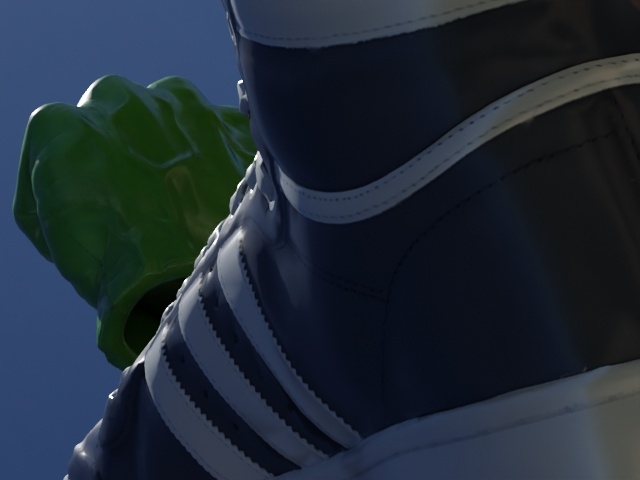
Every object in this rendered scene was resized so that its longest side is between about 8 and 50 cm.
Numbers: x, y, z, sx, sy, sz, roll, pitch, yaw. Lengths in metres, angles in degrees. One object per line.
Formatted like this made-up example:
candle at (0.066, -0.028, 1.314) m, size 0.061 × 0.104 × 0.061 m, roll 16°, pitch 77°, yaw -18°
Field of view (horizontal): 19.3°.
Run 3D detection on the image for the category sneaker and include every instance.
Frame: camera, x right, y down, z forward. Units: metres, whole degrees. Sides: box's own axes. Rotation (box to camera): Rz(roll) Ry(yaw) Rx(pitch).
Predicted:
sneaker at (0.000, 0.000, 0.470) m, size 0.099 × 0.282 × 0.153 m, roll -14°, pitch -94°, yaw -32°

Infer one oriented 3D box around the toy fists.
toy fists at (-0.013, 0.009, 0.861) m, size 0.279 × 0.096 × 0.142 m, roll 14°, pitch -142°, yaw -36°
